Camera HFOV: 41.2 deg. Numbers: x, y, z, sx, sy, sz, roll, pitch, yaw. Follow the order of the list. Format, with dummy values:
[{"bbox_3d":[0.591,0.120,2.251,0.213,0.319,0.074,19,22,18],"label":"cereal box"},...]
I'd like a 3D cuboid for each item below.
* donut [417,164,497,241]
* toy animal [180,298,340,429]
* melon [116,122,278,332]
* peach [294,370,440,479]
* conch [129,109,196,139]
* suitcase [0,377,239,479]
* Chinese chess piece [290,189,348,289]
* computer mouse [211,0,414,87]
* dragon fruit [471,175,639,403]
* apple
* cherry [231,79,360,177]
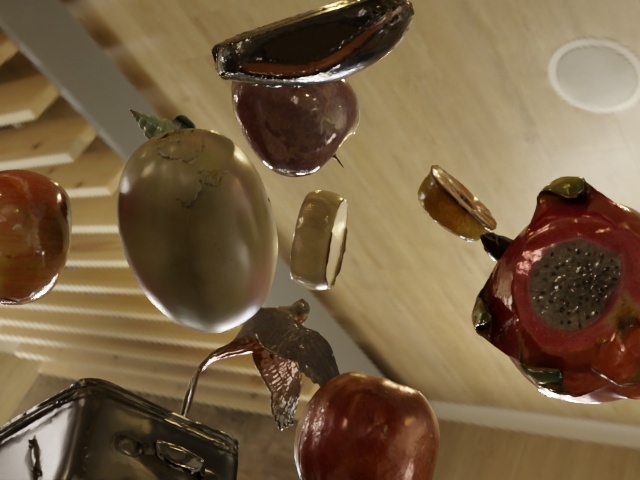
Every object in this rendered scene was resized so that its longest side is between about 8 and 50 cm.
[{"bbox_3d":[0.225,-0.057,1.430,0.152,0.152,0.058,36,-68,-13],"label":"donut"},{"bbox_3d":[-0.145,0.211,1.659,0.284,0.302,0.225,3,-29,-22],"label":"toy animal"},{"bbox_3d":[-0.177,-0.015,1.237,0.223,0.223,0.317,9,-57,30],"label":"melon"},{"bbox_3d":[0.064,0.338,1.318,0.232,0.257,0.232,22,-12,5],"label":"peach"},{"bbox_3d":[-0.273,-0.186,1.560,0.180,0.088,0.065,39,-56,-17],"label":"conch"},{"bbox_3d":[-0.313,0.346,1.128,0.283,0.194,0.433,33,-47,-31],"label":"suitcase"},{"bbox_3d":[0.000,0.000,2.103,0.103,0.250,0.250,11,-32,10],"label":"Chinese chess piece"},{"bbox_3d":[-0.008,-0.300,1.328,0.323,0.183,0.116,-15,-76,10],"label":"computer mouse"},{"bbox_3d":[0.333,0.068,1.081,0.290,0.291,0.189,4,-20,36],"label":"dragon fruit"},{"bbox_3d":[-0.461,-0.005,1.274,0.164,0.210,0.209,10,-23,-21],"label":"apple"},{"bbox_3d":[-0.052,-0.269,1.767,0.307,0.261,0.221,41,-40,0],"label":"cherry"}]
